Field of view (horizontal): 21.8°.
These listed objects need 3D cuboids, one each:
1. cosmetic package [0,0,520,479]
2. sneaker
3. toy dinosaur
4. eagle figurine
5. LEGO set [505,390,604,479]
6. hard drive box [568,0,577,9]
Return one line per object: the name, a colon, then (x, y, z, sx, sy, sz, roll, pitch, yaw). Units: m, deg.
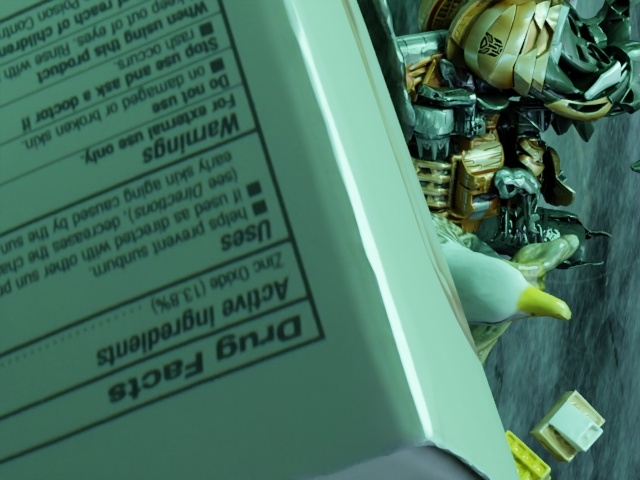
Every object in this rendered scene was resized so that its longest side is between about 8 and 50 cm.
cosmetic package: (-0.065, -0.045, 0.450, 0.129, 0.153, 0.296, 45, 27, -65)
sneaker: (0.167, -0.008, 1.302, 0.170, 0.089, 0.051, 23, 77, -68)
toy dinosaur: (0.129, -0.103, 1.001, 0.218, 0.164, 0.322, 11, 132, -34)
eagle figurine: (0.009, -0.001, 0.766, 0.298, 0.225, 0.226, 30, 47, -49)
LEGO set: (0.145, 0.260, 1.327, 0.107, 0.132, 0.287, 74, 25, -63)
hard drive box: (0.135, -0.281, 1.113, 0.181, 0.089, 0.232, 51, 52, -61)
